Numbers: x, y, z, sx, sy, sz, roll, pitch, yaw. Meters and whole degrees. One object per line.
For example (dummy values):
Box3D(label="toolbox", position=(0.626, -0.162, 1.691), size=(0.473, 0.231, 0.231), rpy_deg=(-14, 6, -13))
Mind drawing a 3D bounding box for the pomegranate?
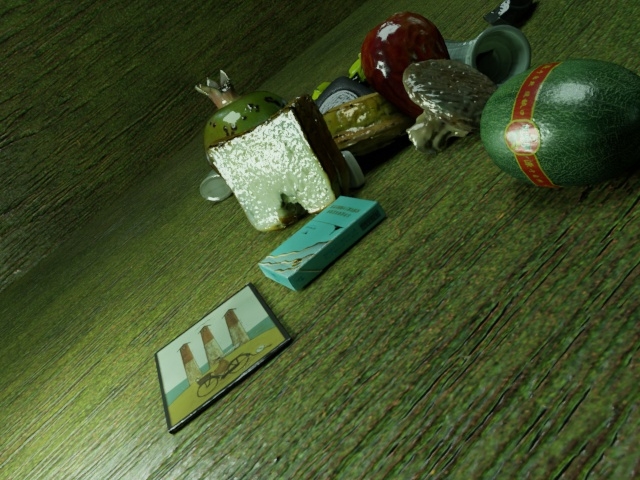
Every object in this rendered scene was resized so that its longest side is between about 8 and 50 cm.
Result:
Box3D(label="pomegranate", position=(-0.203, -0.334, 1.993), size=(0.291, 0.323, 0.291), rpy_deg=(-9, 18, 3))

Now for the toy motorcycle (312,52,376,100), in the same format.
Box3D(label="toy motorcycle", position=(0.125, -0.466, 2.030), size=(0.342, 0.142, 0.206), rpy_deg=(-43, -16, -19))

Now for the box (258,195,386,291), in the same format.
Box3D(label="box", position=(0.000, 0.001, 1.344), size=(0.229, 0.041, 0.162), rpy_deg=(-40, 21, -15))

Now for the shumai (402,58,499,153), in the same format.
Box3D(label="shumai", position=(0.257, -0.269, 1.417), size=(0.161, 0.209, 0.153), rpy_deg=(-66, -7, -46))

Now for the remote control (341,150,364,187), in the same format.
Box3D(label="remote control", position=(0.028, -0.157, 1.579), size=(0.029, 0.087, 0.190), rpy_deg=(-39, 20, -26))

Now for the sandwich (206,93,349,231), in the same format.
Box3D(label="sandwich", position=(-0.082, -0.156, 1.519), size=(0.273, 0.249, 0.095), rpy_deg=(-20, 12, 35))

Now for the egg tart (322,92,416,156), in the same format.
Box3D(label="egg tart", position=(0.098, -0.280, 1.655), size=(0.288, 0.118, 0.288), rpy_deg=(-21, 12, 5))

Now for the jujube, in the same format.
Box3D(label="jujube", position=(0.207, -0.376, 1.529), size=(0.190, 0.255, 0.190), rpy_deg=(-40, -3, -3))

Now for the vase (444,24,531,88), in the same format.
Box3D(label="vase", position=(0.347, -0.415, 1.594), size=(0.143, 0.143, 0.299), rpy_deg=(-36, 19, -3))

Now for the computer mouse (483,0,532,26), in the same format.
Box3D(label="computer mouse", position=(0.523, -0.629, 1.882), size=(0.126, 0.071, 0.231), rpy_deg=(-36, 5, 40))

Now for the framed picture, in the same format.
Box3D(label="framed picture", position=(-0.189, 0.196, 1.252), size=(0.244, 0.013, 0.324), rpy_deg=(-37, 22, -6))

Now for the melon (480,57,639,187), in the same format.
Box3D(label="melon", position=(0.354, -0.166, 0.983), size=(0.182, 0.182, 0.287), rpy_deg=(-44, 23, -23))

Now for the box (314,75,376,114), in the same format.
Box3D(label="box", position=(0.051, -0.347, 1.872), size=(0.201, 0.042, 0.212), rpy_deg=(35, 78, 35))

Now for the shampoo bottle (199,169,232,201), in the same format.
Box3D(label="shampoo bottle", position=(-0.295, -0.215, 2.184), size=(0.118, 0.087, 0.234), rpy_deg=(-25, 23, 23))
